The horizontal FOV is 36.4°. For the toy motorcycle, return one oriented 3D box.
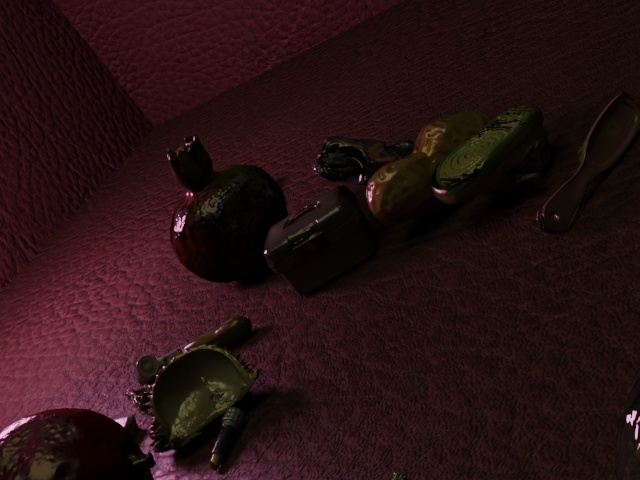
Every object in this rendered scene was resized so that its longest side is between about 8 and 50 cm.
[{"bbox_3d":[0.108,-0.160,1.964,0.307,0.108,0.173,-3,21,-26],"label":"toy motorcycle"}]

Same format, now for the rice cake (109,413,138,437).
[{"bbox_3d":[-0.465,0.412,1.938,0.237,0.043,0.127,-21,25,35],"label":"rice cake"}]

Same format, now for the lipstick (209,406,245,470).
[{"bbox_3d":[-0.162,0.335,1.630,0.037,0.037,0.116,-21,30,36],"label":"lipstick"}]

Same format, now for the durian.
[{"bbox_3d":[-0.220,0.275,1.725,0.252,0.144,0.139,-35,33,0],"label":"durian"}]

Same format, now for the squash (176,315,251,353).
[{"bbox_3d":[-0.214,0.202,1.964,0.183,0.052,0.052,-26,24,23],"label":"squash"}]

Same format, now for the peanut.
[{"bbox_3d":[0.216,-0.139,1.849,0.305,0.147,0.147,-43,22,-14],"label":"peanut"}]

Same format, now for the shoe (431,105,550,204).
[{"bbox_3d":[0.318,-0.141,1.714,0.262,0.128,0.140,-46,12,-27],"label":"shoe"}]

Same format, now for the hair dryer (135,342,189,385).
[{"bbox_3d":[-0.322,0.252,2.032,0.137,0.047,0.082,-27,-15,-20],"label":"hair dryer"}]

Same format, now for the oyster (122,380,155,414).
[{"bbox_3d":[-0.332,0.303,1.938,0.177,0.056,0.105,-20,15,37],"label":"oyster"}]

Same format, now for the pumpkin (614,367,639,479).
[{"bbox_3d":[0.406,0.173,0.746,0.291,0.257,0.327,-35,10,-30],"label":"pumpkin"}]

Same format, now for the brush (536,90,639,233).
[{"bbox_3d":[0.436,-0.119,1.594,0.313,0.072,0.067,-52,2,-25],"label":"brush"}]

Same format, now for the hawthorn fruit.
[{"bbox_3d":[-0.394,0.399,1.570,0.307,0.265,0.265,-16,27,17],"label":"hawthorn fruit"}]

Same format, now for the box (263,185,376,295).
[{"bbox_3d":[0.000,0.000,1.930,0.210,0.129,0.148,-32,21,16],"label":"box"}]

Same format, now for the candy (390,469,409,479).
[{"bbox_3d":[0.125,0.336,1.170,0.102,0.032,0.178,-49,23,-26],"label":"candy"}]

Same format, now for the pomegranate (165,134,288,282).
[{"bbox_3d":[-0.231,-0.077,2.165,0.285,0.341,0.285,-29,25,15],"label":"pomegranate"}]
